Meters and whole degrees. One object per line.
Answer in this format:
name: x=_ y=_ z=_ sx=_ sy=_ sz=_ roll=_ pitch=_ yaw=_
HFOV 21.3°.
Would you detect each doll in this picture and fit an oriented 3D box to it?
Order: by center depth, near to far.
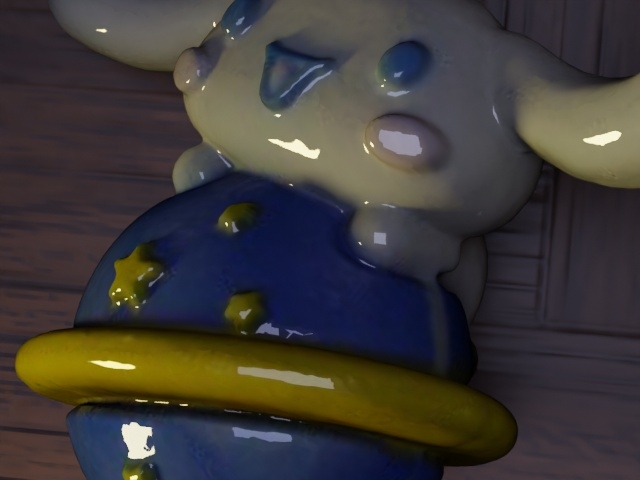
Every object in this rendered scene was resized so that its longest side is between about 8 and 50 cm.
doll: x=0.028 y=0.008 z=0.622 sx=0.311 sy=0.159 sz=0.242 roll=-3 pitch=61 yaw=35
